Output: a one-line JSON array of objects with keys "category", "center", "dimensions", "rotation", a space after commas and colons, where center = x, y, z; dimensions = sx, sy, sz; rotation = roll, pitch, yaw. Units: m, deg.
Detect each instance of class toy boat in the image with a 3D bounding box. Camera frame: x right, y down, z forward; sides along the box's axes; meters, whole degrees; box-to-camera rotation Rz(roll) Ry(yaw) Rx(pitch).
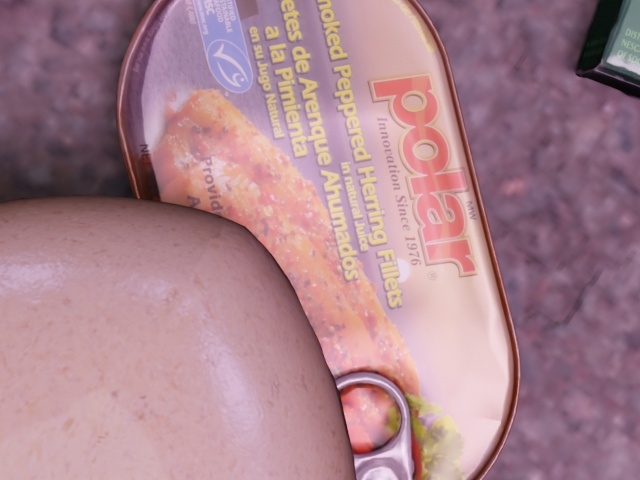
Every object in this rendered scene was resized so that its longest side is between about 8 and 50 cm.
[{"category": "toy boat", "center": [-0.147, 0.066, 0.483], "dimensions": [0.318, 0.148, 0.267], "rotation": [39, 88, 3]}]

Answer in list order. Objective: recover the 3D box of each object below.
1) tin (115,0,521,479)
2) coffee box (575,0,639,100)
[{"category": "tin", "center": [0.000, 0.000, 0.562], "dimensions": [0.106, 0.040, 0.189], "rotation": [-13, 92, 1]}, {"category": "coffee box", "center": [0.168, -0.119, 0.567], "dimensions": [0.113, 0.040, 0.184], "rotation": [20, 90, -4]}]
